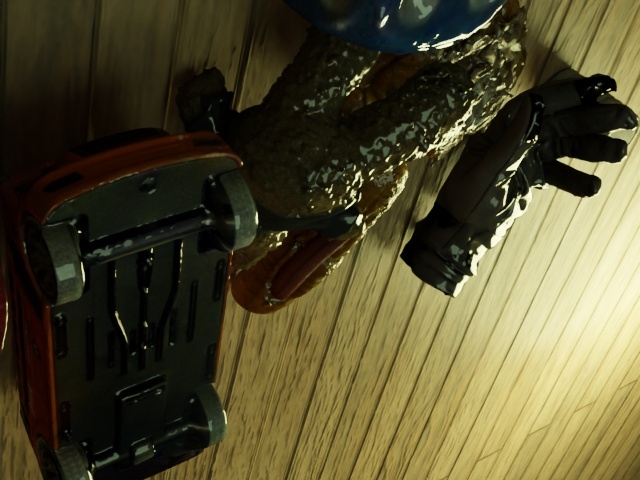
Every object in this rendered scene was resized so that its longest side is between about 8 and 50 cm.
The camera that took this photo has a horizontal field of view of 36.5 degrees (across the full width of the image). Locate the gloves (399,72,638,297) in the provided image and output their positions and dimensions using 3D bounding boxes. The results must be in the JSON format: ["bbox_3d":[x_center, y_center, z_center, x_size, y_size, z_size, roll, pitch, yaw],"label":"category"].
[{"bbox_3d":[0.184,-0.058,0.970,0.285,0.119,0.142,-41,149,22],"label":"gloves"}]

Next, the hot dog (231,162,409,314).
[{"bbox_3d":[0.000,0.000,0.844,0.066,0.047,0.215,25,127,-31],"label":"hot dog"}]

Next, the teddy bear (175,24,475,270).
[{"bbox_3d":[-0.021,-0.066,0.714,0.251,0.182,0.129,-40,-166,26],"label":"teddy bear"}]

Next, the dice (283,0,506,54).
[{"bbox_3d":[0.048,-0.216,0.625,0.143,0.146,0.146,-21,140,-33],"label":"dice"}]

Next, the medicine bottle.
[{"bbox_3d":[0.275,-0.130,1.000,0.058,0.091,0.058,-27,143,-23],"label":"medicine bottle"}]

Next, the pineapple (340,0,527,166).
[{"bbox_3d":[0.104,-0.145,0.825,0.224,0.076,0.225,-27,141,-24],"label":"pineapple"}]

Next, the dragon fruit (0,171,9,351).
[{"bbox_3d":[-0.269,0.002,0.546,0.211,0.134,0.262,-45,113,-24],"label":"dragon fruit"}]

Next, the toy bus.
[{"bbox_3d":[-0.150,0.048,0.701,0.143,0.153,0.329,-19,141,-29],"label":"toy bus"}]
